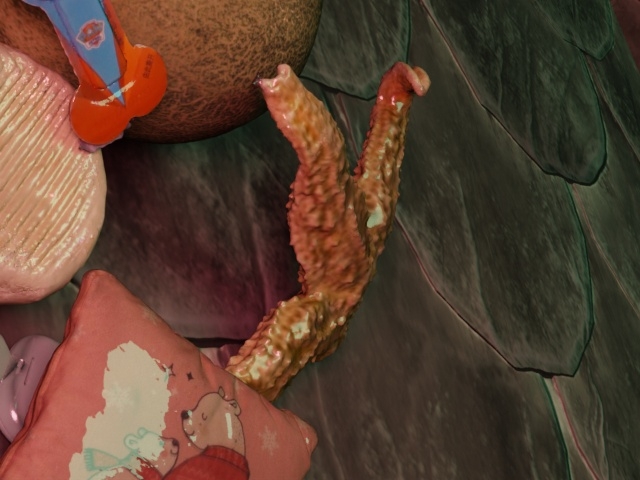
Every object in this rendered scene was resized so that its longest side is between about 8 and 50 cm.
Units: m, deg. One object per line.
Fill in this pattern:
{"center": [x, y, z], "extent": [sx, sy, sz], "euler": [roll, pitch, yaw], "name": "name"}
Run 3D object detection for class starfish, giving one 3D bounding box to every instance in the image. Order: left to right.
{"center": [0.000, 0.000, 1.117], "extent": [0.432, 0.082, 0.324], "euler": [-33, 138, -63], "name": "starfish"}

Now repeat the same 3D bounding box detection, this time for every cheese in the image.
{"center": [-0.170, -0.177, 0.854], "extent": [0.106, 0.037, 0.256], "euler": [-39, 129, -26], "name": "cheese"}

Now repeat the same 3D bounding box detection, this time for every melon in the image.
{"center": [-0.142, -0.201, 1.038], "extent": [0.329, 0.248, 0.248], "euler": [2, 64, -52], "name": "melon"}

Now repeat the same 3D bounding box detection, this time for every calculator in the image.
{"center": [-0.184, 0.118, 0.921], "extent": [0.153, 0.021, 0.095], "euler": [47, 31, -31], "name": "calculator"}

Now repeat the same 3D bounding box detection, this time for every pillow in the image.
{"center": [-0.118, 0.170, 0.886], "extent": [0.236, 0.084, 0.223], "euler": [43, 58, -27], "name": "pillow"}

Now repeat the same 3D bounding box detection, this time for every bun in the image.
{"center": [-0.235, -0.044, 0.892], "extent": [0.183, 0.102, 0.183], "euler": [19, 65, -49], "name": "bun"}
